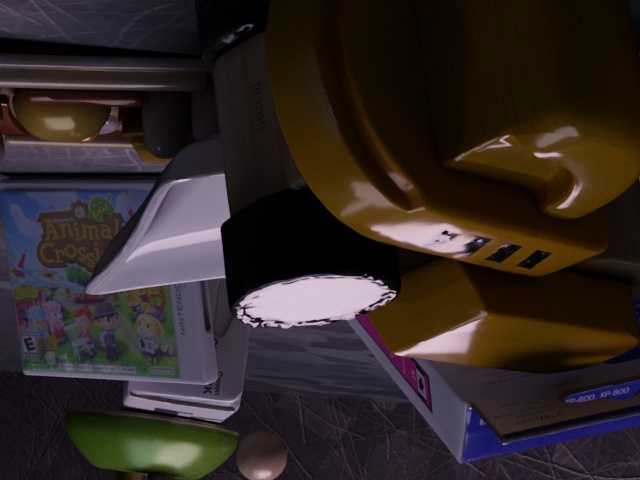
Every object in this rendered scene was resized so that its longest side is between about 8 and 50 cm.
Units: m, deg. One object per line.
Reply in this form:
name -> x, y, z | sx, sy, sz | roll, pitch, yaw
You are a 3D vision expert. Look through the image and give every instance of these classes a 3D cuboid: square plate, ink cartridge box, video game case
square plate -> 0.020, -0.039, 1.423 | 0.347, 0.049, 0.344 | -9, 169, -17
ink cartridge box -> -0.138, 0.082, 2.033 | 0.114, 0.197, 0.273 | 8, 170, -8
ink cartridge box -> 0.139, 0.064, 1.328 | 0.176, 0.069, 0.371 | -10, -161, -13
video game case -> -0.200, 0.037, 1.859 | 0.212, 0.193, 0.023 | 1, -166, 28

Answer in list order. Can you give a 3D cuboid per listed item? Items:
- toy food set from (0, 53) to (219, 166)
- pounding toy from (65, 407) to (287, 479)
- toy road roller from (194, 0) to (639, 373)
toy food set -> -0.165, -0.066, 1.486 | 0.306, 0.092, 0.220 | 2, 170, 4
pounding toy -> -0.156, 0.245, 2.075 | 0.237, 0.110, 0.183 | 8, 171, 1
toy road roller -> 0.103, -0.062, 1.085 | 0.329, 0.202, 0.240 | 12, 154, -43
